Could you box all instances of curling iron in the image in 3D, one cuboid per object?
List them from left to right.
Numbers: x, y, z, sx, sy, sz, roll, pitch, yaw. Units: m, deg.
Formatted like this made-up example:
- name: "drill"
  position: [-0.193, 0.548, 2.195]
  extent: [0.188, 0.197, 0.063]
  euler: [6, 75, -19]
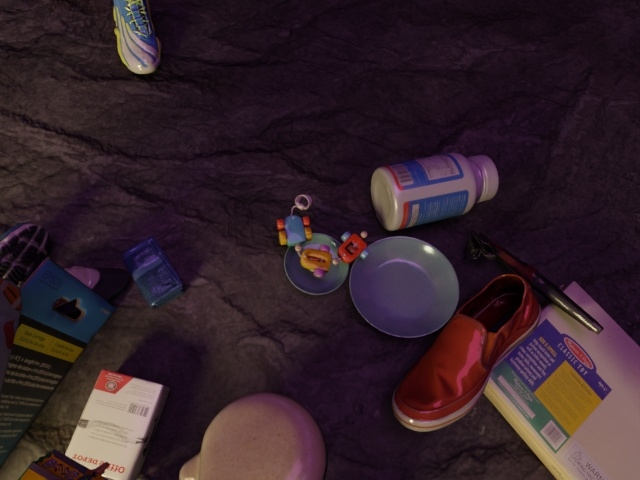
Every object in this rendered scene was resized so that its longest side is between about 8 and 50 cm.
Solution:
- name: "curling iron"
  position: [0.378, 0.074, 0.782]
  extent: [0.068, 0.035, 0.274]
  euler: [-31, 58, -29]

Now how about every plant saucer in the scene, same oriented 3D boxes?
- name: "plant saucer"
  position: [-0.008, 0.045, 0.791]
  extent: [0.119, 0.021, 0.120]
  euler: [2, 68, -6]
- name: "plant saucer"
  position: [0.148, 0.085, 0.775]
  extent: [0.194, 0.037, 0.195]
  euler: [-1, 61, 2]

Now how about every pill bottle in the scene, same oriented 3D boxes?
- name: "pill bottle"
  position: [0.219, -0.099, 0.824]
  extent: [0.221, 0.124, 0.124]
  euler: [-12, 69, -12]

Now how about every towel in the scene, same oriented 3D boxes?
- name: "towel"
  position: [-0.293, 0.055, 0.748]
  extent: [0.067, 0.029, 0.119]
  euler: [-32, 75, -17]

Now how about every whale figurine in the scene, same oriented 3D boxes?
- name: "whale figurine"
  position: [-0.090, 0.352, 0.579]
  extent: [0.216, 0.141, 0.272]
  euler: [9, 60, 19]

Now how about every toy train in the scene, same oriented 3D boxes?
- name: "toy train"
  position: [0.000, 0.000, 0.775]
  extent: [0.166, 0.046, 0.125]
  euler: [39, 67, 7]

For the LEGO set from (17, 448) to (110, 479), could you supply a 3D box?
- name: "LEGO set"
  position: [-0.234, 0.394, 0.445]
  extent: [0.192, 0.332, 0.255]
  euler: [20, 42, 12]

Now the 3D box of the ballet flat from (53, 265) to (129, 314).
- name: "ballet flat"
  position: [-0.418, 0.085, 0.690]
  extent: [0.203, 0.074, 0.074]
  euler: [-23, 72, -18]

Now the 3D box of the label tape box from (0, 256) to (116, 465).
- name: "label tape box"
  position: [-0.455, 0.180, 0.563]
  extent: [0.105, 0.241, 0.334]
  euler: [26, 66, 6]

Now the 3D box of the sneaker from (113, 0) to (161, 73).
- name: "sneaker"
  position: [-0.402, -0.474, 0.904]
  extent: [0.091, 0.126, 0.240]
  euler: [-15, 70, -13]

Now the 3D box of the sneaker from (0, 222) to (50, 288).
- name: "sneaker"
  position: [-0.556, 0.073, 0.674]
  extent: [0.109, 0.107, 0.275]
  euler: [29, 67, 15]

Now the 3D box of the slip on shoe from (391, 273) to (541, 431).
- name: "slip on shoe"
  position: [0.237, 0.171, 0.701]
  extent: [0.331, 0.123, 0.101]
  euler: [-36, 120, -20]

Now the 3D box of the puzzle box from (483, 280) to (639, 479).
- name: "puzzle box"
  position: [0.488, 0.304, 0.726]
  extent: [0.272, 0.052, 0.409]
  euler: [-34, 75, -18]

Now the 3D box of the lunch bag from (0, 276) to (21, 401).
- name: "lunch bag"
  position: [-0.440, 0.152, 0.384]
  extent: [0.242, 0.115, 0.304]
  euler: [4, 65, -2]

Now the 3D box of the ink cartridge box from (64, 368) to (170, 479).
- name: "ink cartridge box"
  position: [-0.299, 0.274, 0.640]
  extent: [0.099, 0.056, 0.135]
  euler: [15, 66, 0]
